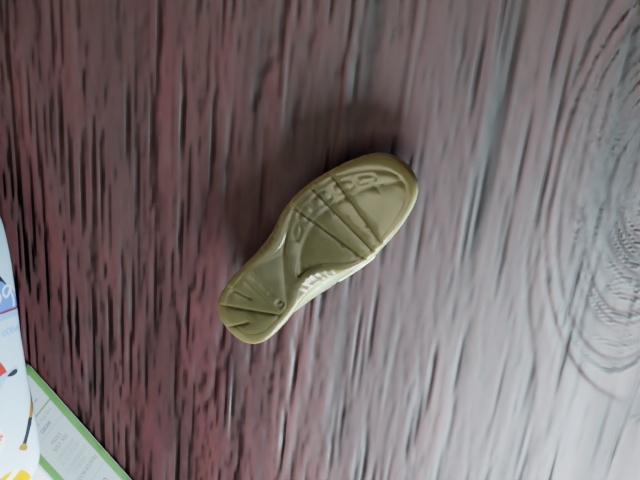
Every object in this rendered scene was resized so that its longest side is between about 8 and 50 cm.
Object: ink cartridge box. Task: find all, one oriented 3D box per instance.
[{"bbox_3d":[-0.196,0.201,0.824,0.109,0.062,0.209,-29,108,29],"label":"ink cartridge box"}]

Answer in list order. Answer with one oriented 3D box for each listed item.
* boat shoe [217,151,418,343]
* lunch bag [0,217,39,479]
[{"bbox_3d":[0.001,0.002,0.655,0.056,0.048,0.153,45,117,4],"label":"boat shoe"},{"bbox_3d":[-0.324,0.076,0.727,0.303,0.115,0.243,3,104,27],"label":"lunch bag"}]
